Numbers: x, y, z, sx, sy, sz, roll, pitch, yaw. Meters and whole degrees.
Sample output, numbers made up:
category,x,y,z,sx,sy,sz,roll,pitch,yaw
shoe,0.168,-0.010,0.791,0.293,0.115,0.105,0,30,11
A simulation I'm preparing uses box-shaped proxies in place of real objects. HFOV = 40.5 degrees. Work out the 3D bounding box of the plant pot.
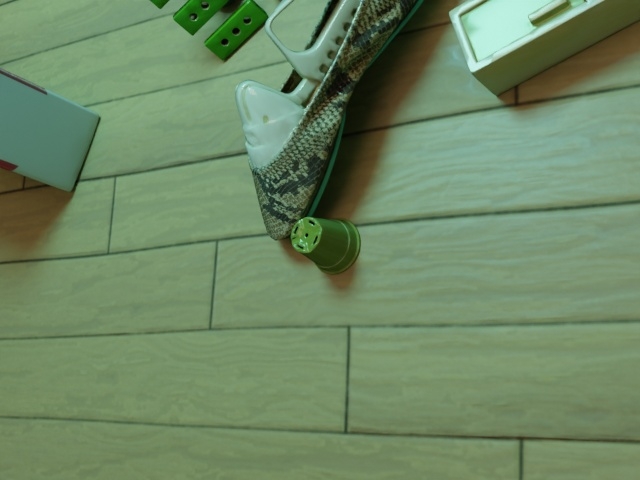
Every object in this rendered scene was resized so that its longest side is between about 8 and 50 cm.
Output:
category,x,y,z,sx,sy,sz,roll,pitch,yaw
plant pot,0.000,0.000,1.221,0.083,0.079,0.083,-9,73,33

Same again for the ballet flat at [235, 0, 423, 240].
category,x,y,z,sx,sy,sz,roll,pitch,yaw
ballet flat,-0.014,-0.243,1.226,0.483,0.182,0.164,-61,30,7

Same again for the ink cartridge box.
category,x,y,z,sx,sy,sz,roll,pitch,yaw
ink cartridge box,-0.647,-0.241,1.593,0.384,0.279,0.161,19,88,35

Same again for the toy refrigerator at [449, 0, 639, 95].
category,x,y,z,sx,sy,sz,roll,pitch,yaw
toy refrigerator,0.305,-0.299,1.082,0.269,0.094,0.102,-26,65,26

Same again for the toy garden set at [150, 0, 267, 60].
category,x,y,z,sx,sy,sz,roll,pitch,yaw
toy garden set,-0.175,-0.434,1.363,0.203,0.244,0.049,-39,36,20

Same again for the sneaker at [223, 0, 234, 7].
category,x,y,z,sx,sy,sz,roll,pitch,yaw
sneaker,-0.230,-0.506,1.487,0.101,0.106,0.267,-52,55,15
